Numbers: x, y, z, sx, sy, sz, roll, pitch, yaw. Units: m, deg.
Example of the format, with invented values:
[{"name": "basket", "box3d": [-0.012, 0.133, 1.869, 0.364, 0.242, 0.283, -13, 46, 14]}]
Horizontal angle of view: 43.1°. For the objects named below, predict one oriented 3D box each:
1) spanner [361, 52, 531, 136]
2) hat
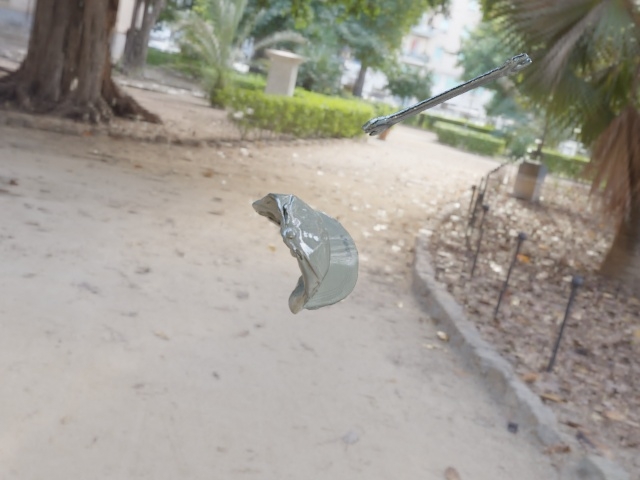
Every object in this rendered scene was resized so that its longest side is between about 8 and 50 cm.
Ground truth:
[{"name": "spanner", "box3d": [0.210, -0.242, 1.352, 0.301, 0.017, 0.071, -23, -9, 8]}, {"name": "hat", "box3d": [0.000, 0.000, 1.414, 0.244, 0.214, 0.149, -14, -14, -39]}]
